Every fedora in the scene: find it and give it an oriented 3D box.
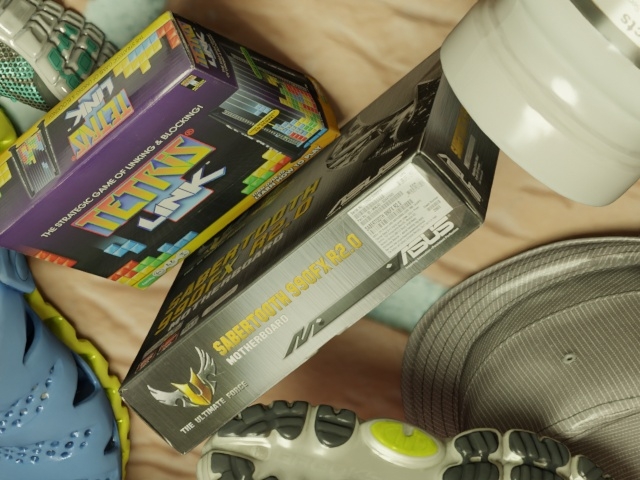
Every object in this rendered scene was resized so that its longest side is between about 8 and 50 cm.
[{"bbox_3d":[0.182,0.125,1.208,0.275,0.124,0.243,-9,115,12],"label":"fedora"}]

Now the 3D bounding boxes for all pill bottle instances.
[{"bbox_3d":[0.201,-0.157,1.040,0.162,0.162,0.278,38,116,-12],"label":"pill bottle"}]

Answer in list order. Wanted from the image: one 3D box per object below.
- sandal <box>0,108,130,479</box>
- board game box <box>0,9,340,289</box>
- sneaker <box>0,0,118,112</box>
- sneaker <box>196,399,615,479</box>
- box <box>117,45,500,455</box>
[{"bbox_3d":[-0.213,0.070,1.227,0.126,0.138,0.317,-16,116,13],"label":"sandal"},{"bbox_3d":[-0.096,-0.047,1.156,0.170,0.048,0.141,-38,149,23],"label":"board game box"},{"bbox_3d":[-0.183,-0.110,1.181,0.166,0.065,0.076,42,130,-10],"label":"sneaker"},{"bbox_3d":[0.064,0.160,1.143,0.275,0.107,0.110,17,156,1],"label":"sneaker"},{"bbox_3d":[0.000,0.000,1.134,0.231,0.183,0.056,-38,104,24],"label":"box"}]
